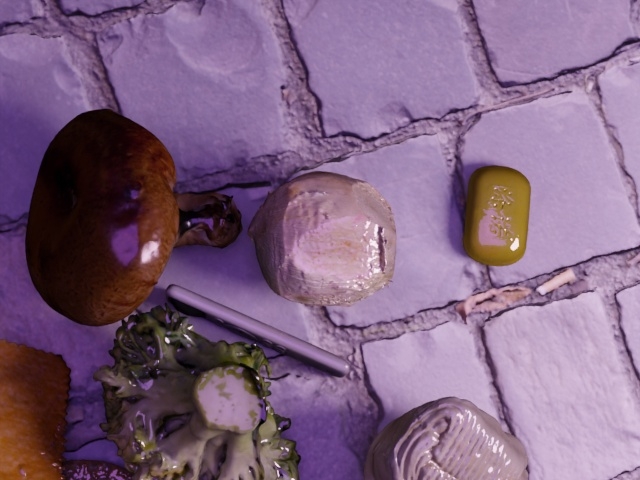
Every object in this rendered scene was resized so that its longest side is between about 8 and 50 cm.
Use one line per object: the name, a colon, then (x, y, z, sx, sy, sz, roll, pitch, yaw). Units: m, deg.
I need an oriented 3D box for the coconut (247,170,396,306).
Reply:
coconut: (0.000, -0.001, 1.495, 0.194, 0.194, 0.194, 1, 80, -5)

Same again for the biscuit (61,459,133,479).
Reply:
biscuit: (-0.297, 0.386, 1.478, 0.220, 0.033, 0.220, 1, 79, -3)

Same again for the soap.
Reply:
soap: (0.241, -0.035, 1.587, 0.089, 0.045, 0.140, 7, 80, 0)

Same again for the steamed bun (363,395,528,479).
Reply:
steamed bun: (0.144, 0.300, 1.477, 0.218, 0.144, 0.211, 36, 87, -29)

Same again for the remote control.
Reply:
remote control: (-0.084, 0.122, 1.522, 0.261, 0.067, 0.029, 24, 75, -1)

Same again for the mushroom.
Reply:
mushroom: (-0.261, -0.010, 1.474, 0.267, 0.267, 0.254, -49, 118, -10)

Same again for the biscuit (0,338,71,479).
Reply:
biscuit: (-0.410, 0.215, 1.408, 0.237, 0.013, 0.232, 21, 50, -34)

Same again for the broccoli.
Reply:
broccoli: (-0.140, 0.220, 1.410, 0.288, 0.245, 0.248, 18, 75, -7)
